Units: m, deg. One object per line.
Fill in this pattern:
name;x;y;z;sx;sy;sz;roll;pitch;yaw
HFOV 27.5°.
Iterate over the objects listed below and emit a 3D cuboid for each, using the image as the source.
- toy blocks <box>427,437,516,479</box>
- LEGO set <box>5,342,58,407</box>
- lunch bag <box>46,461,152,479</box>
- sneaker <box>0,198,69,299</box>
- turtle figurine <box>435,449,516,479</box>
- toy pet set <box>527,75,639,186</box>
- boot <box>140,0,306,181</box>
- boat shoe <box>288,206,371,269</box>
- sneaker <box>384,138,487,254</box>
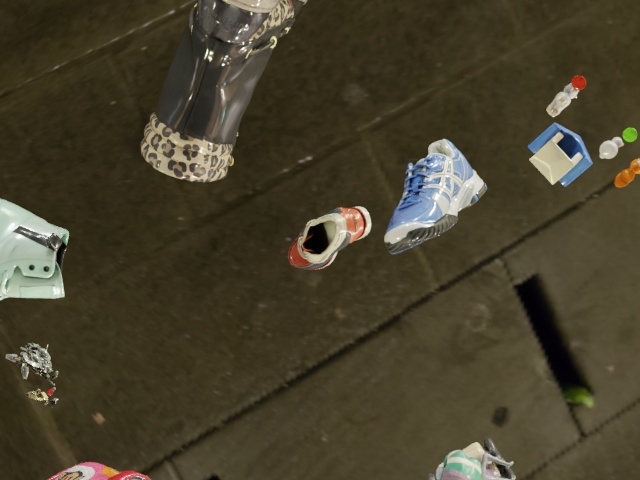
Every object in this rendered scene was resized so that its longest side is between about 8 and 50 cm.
toy blocks;0.110;0.394;1.073;0.309;0.260;0.288;-34;130;4
LEGO set;-0.258;0.117;1.207;0.023;0.083;0.054;-51;144;16
lunch bag;-0.262;0.387;1.288;0.293;0.120;0.258;-31;115;-44
sneaker;-0.416;0.072;1.682;0.151;0.094;0.256;19;70;4
turtle figurine;0.096;0.233;0.887;0.234;0.118;0.175;-11;87;14
toy pet set;0.289;-0.107;1.412;0.122;0.114;0.065;48;32;4
boot;-0.129;-0.240;1.795;0.138;0.377;0.284;21;103;-2
boat shoe;0.000;0.000;1.381;0.043;0.137;0.049;-17;82;-36
sneaker;0.119;-0.049;1.514;0.081;0.080;0.211;60;33;-9
